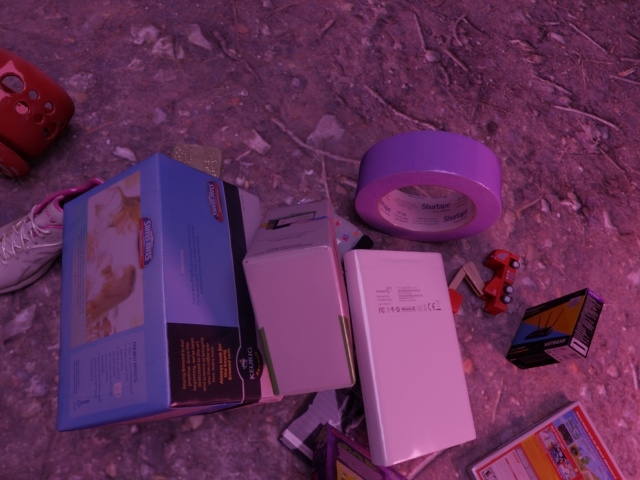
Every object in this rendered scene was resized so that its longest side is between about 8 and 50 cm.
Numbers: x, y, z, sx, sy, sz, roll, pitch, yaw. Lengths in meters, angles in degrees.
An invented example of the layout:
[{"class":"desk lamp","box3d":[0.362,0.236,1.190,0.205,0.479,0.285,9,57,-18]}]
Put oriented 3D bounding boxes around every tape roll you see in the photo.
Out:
[{"class":"tape roll","box3d":[0.208,-0.095,0.930,0.275,0.275,0.090,12,66,-8]}]

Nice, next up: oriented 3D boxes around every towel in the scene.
[{"class":"towel","box3d":[-0.255,-0.133,0.971,0.110,0.027,0.148,2,68,-12]}]

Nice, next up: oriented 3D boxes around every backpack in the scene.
[{"class":"backpack","box3d":[0.000,0.000,0.929,0.182,0.115,0.152,36,65,2]}]

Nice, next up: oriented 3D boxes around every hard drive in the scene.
[{"class":"hard drive","box3d":[0.164,0.195,0.867,0.233,0.047,0.352,3,72,-36]}]

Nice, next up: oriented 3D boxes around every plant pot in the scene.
[{"class":"plant pot","box3d":[-0.572,-0.221,0.844,0.191,0.191,0.174,25,70,-3]}]

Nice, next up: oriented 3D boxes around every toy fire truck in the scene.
[{"class":"toy fire truck","box3d":[0.338,0.090,1.012,0.135,0.047,0.192,26,65,-2]}]

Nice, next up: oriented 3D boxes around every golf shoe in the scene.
[{"class":"golf shoe","box3d":[-0.478,-0.016,0.809,0.306,0.140,0.115,-34,81,-22]}]

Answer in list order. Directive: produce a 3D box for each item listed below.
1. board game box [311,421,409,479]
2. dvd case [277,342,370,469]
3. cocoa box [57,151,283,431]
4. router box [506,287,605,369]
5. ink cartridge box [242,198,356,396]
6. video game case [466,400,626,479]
[{"class":"board game box","box3d":[0.138,0.432,0.722,0.347,0.208,0.056,35,96,0]},{"class":"dvd case","box3d":[0.054,0.321,0.864,0.164,0.018,0.221,40,64,3]},{"class":"cocoa box","box3d":[-0.229,0.089,0.727,0.228,0.232,0.346,21,54,-55]},{"class":"router box","box3d":[0.455,0.177,0.932,0.046,0.179,0.133,36,64,0]},{"class":"ink cartridge box","box3d":[-0.023,0.068,0.731,0.117,0.278,0.201,-10,107,4]},{"class":"video game case","box3d":[0.438,0.459,0.896,0.285,0.025,0.204,-20,74,-20]}]
